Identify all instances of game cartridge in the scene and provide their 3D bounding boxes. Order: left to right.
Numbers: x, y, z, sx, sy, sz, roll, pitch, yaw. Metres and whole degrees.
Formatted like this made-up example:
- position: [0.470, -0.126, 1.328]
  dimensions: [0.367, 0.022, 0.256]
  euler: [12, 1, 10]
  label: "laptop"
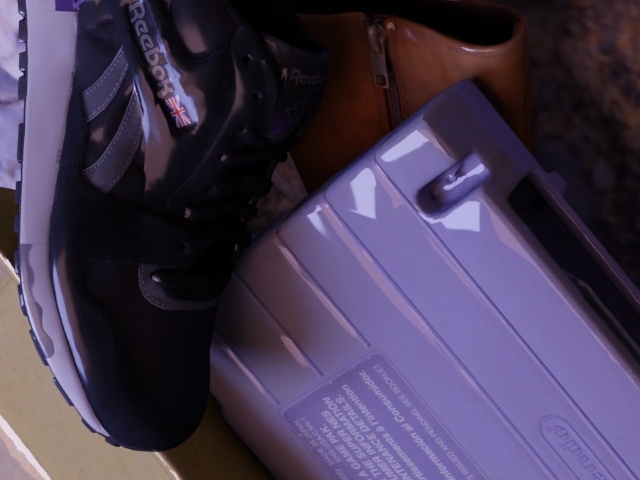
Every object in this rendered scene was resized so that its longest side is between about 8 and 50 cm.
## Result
- position: [0.100, 0.119, 0.774]
  dimensions: [0.355, 0.068, 0.230]
  euler: [51, 138, -4]
  label: "game cartridge"

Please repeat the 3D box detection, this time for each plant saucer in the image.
- position: [-0.126, 0.133, 0.934]
  dimensions: [0.333, 0.081, 0.333]
  euler: [51, 147, -1]
  label: "plant saucer"

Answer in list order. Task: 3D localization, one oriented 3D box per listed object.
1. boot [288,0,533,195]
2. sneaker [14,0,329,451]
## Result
- position: [0.000, 0.000, 0.830]
  dimensions: [0.264, 0.096, 0.280]
  euler: [10, 137, 33]
  label: "boot"
- position: [-0.059, -0.044, 0.713]
  dimensions: [0.124, 0.107, 0.283]
  euler: [-1, 97, 25]
  label: "sneaker"
